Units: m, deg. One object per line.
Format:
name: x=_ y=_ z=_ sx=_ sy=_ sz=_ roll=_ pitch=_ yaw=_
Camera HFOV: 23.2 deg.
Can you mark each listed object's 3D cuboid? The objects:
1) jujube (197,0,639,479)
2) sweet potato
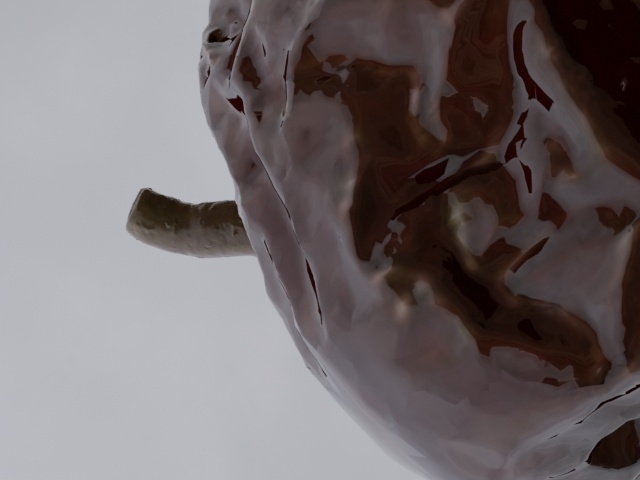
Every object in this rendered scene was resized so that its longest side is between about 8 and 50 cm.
jujube: x=0.090 y=-0.053 z=0.787 sx=0.276 sy=0.276 sz=0.377 roll=15 pitch=-136 yaw=-47
sweet potato: x=0.000 y=0.000 z=1.517 sx=0.385 sy=0.109 sz=0.109 roll=6 pitch=-145 yaw=-1
